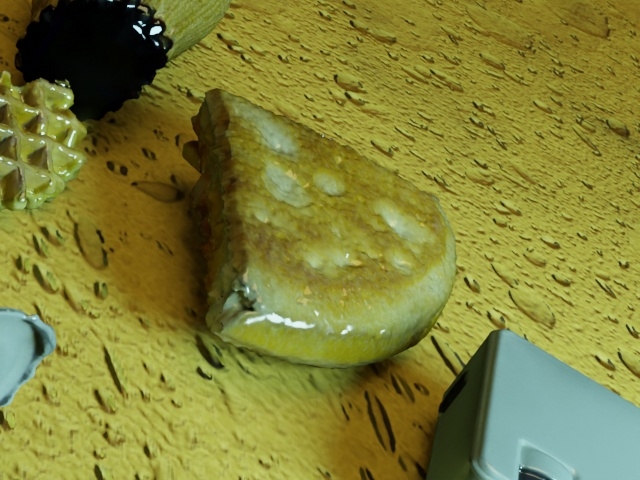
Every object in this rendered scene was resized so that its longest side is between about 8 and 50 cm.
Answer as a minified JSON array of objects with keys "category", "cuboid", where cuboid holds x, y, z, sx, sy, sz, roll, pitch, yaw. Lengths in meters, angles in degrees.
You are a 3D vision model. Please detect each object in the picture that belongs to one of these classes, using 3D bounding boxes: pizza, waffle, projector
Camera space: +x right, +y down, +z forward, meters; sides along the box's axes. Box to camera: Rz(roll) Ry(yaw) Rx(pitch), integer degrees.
[{"category":"pizza","cuboid":[0.014,0.024,1.076,0.258,0.087,0.268,24,30,-25]},{"category":"waffle","cuboid":[-0.248,-0.088,0.994,0.160,0.046,0.192,52,33,-1]},{"category":"projector","cuboid":[0.196,0.197,0.974,0.257,0.099,0.192,31,27,-5]}]

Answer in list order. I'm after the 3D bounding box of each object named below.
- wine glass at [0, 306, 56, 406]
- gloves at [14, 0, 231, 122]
[{"category":"wine glass","cuboid":[-0.257,0.000,0.778,0.156,0.156,0.232,-8,51,-51]},{"category":"gloves","cuboid":[-0.147,-0.239,1.205,0.155,0.203,0.356,46,32,-10]}]
